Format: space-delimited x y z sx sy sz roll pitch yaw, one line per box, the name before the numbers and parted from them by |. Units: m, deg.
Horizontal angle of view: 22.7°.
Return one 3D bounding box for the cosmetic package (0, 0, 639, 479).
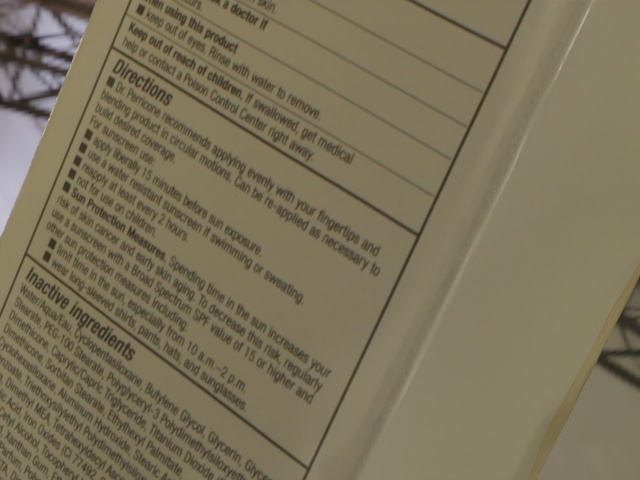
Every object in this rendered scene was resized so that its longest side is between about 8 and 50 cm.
cosmetic package | 0.000 0.000 0.483 0.160 0.113 0.309 34 -75 33
